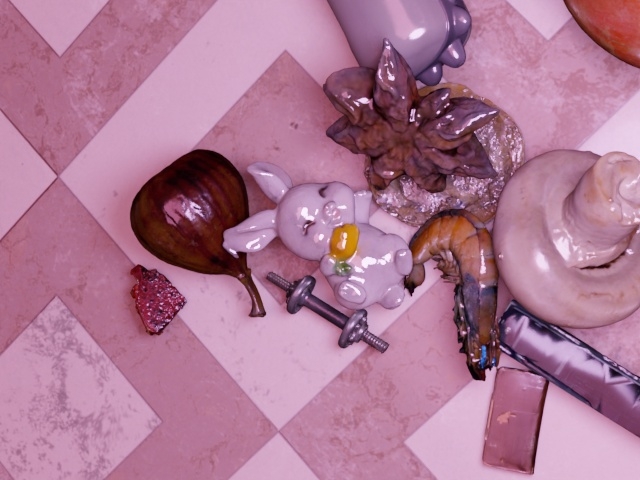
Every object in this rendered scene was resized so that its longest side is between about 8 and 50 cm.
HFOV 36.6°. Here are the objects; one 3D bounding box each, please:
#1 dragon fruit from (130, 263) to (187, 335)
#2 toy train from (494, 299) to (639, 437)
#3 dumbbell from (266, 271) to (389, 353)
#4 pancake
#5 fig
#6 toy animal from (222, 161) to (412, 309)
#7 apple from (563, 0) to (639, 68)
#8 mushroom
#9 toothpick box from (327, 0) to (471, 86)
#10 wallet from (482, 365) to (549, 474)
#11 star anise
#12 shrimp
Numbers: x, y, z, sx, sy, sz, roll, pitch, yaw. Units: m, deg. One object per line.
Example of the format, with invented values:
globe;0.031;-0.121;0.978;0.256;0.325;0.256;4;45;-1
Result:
dragon fruit;-0.327;0.115;1.851;0.097;0.063;0.131;-41;82;-22
toy train;0.469;0.238;1.587;0.409;0.089;0.086;32;95;13
dumbbell;0.011;0.127;1.727;0.254;0.081;0.081;31;99;15
pancake;0.213;-0.138;1.676;0.283;0.049;0.282;1;92;20
fig;-0.188;0.003;1.742;0.217;0.217;0.320;-35;98;14
toy animal;0.006;-0.004;1.670;0.325;0.154;0.208;18;81;5
apple;0.509;-0.423;1.458;0.277;0.319;0.319;43;103;32
mushroom;0.422;-0.015;1.480;0.293;0.290;0.292;5;72;-17
toothpick box;0.131;-0.404;1.612;0.229;0.229;0.316;-28;84;15
wallet;0.334;0.306;1.661;0.095;0.026;0.176;8;93;11
star anise;0.148;-0.186;1.558;0.315;0.315;0.108;21;55;15
shrimp;0.217;0.094;1.626;0.222;0.054;0.290;-13;84;53
